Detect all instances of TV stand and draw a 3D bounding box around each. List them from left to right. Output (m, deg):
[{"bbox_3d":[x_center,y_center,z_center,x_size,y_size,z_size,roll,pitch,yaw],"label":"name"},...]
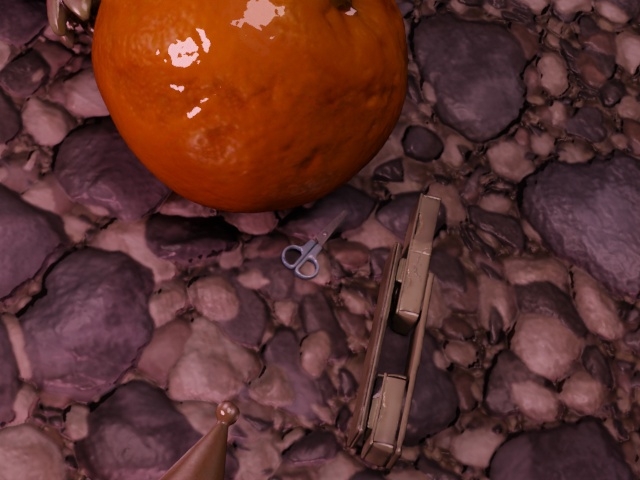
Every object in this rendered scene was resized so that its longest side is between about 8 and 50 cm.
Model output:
[{"bbox_3d":[0.066,0.068,1.167,0.042,0.036,0.249,15,58,-3],"label":"TV stand"}]

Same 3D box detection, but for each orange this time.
[{"bbox_3d":[-0.056,-0.151,1.147,0.261,0.261,0.261,6,59,-10],"label":"orange"}]

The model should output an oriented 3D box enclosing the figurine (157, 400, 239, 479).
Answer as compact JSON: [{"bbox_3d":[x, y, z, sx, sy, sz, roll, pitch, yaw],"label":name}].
[{"bbox_3d":[-0.138,0.278,0.923,0.207,0.166,0.387,43,62,-9],"label":"figurine"}]

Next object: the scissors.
[{"bbox_3d":[0.000,0.000,1.208,0.036,0.006,0.083,38,59,7],"label":"scissors"}]

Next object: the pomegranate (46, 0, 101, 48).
[{"bbox_3d":[-0.229,-0.280,1.222,0.187,0.187,0.225,-16,75,-21],"label":"pomegranate"}]
